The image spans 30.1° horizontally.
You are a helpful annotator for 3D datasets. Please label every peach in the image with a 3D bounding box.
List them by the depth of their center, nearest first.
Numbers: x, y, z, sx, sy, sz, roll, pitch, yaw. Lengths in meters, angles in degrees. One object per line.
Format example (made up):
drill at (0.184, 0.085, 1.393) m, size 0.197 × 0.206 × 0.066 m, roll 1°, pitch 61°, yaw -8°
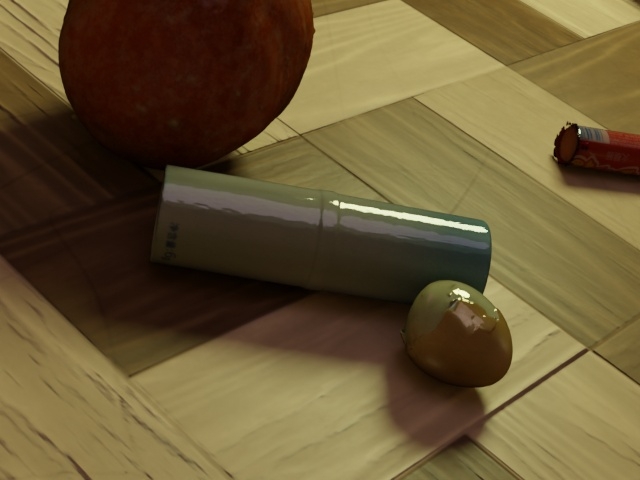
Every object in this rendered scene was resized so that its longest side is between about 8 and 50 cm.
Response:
peach at (-0.106, -0.177, 0.977) m, size 0.233 × 0.232 × 0.232 m, roll 11°, pitch 35°, yaw -8°

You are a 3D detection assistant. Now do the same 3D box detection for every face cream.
face cream at (0.000, 0.000, 0.904) m, size 0.250 × 0.077 × 0.077 m, roll 10°, pitch 36°, yaw -9°

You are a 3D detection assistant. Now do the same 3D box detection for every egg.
egg at (0.101, 0.069, 0.859) m, size 0.083 × 0.071 × 0.071 m, roll 30°, pitch 37°, yaw 12°

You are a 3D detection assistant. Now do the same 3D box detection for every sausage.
sausage at (0.306, -0.085, 1.180) m, size 0.145 × 0.050 × 0.048 m, roll 6°, pitch 63°, yaw -16°
